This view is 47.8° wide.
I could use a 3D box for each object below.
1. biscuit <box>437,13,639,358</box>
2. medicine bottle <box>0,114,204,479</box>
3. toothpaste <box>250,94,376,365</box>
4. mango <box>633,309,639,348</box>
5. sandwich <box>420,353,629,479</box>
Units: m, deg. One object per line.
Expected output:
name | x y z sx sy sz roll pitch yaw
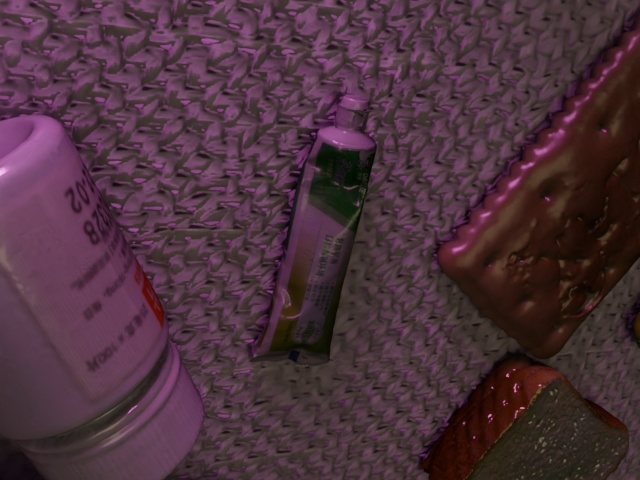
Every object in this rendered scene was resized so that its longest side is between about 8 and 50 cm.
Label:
biscuit | 0.276 -0.042 0.720 0.325 0.044 0.217 -49 124 1
medicine bottle | -0.183 0.054 0.489 0.144 0.144 0.252 -26 118 -12
toothpaste | 0.000 0.000 0.609 0.078 0.047 0.248 5 112 -22
mango | 0.403 0.085 0.828 0.108 0.056 0.073 -48 128 -14
sandwich | 0.237 0.239 0.811 0.215 0.065 0.186 39 92 -33
